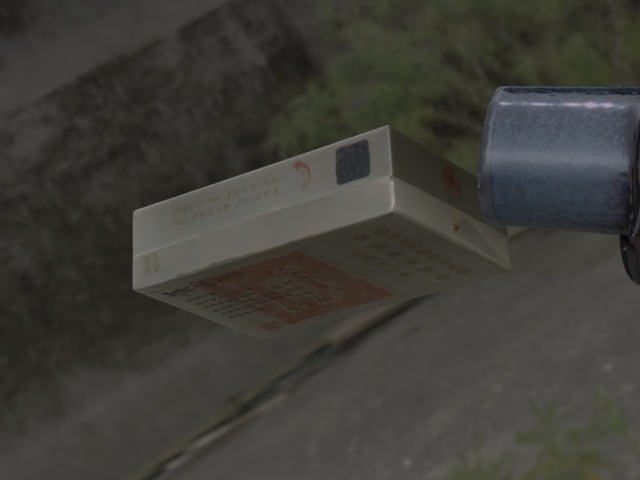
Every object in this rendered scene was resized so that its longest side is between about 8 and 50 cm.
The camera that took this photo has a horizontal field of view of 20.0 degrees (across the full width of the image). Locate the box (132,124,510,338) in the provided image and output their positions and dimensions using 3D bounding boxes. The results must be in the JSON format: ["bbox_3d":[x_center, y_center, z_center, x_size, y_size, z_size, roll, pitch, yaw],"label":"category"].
[{"bbox_3d":[0.000,0.000,1.137,0.201,0.058,0.141,-15,-25,31],"label":"box"}]

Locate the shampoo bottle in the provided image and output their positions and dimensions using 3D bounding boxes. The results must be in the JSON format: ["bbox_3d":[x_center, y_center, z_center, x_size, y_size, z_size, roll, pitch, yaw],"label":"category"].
[{"bbox_3d":[0.153,-0.019,0.513,0.214,0.072,0.072,3,15,20],"label":"shampoo bottle"}]
